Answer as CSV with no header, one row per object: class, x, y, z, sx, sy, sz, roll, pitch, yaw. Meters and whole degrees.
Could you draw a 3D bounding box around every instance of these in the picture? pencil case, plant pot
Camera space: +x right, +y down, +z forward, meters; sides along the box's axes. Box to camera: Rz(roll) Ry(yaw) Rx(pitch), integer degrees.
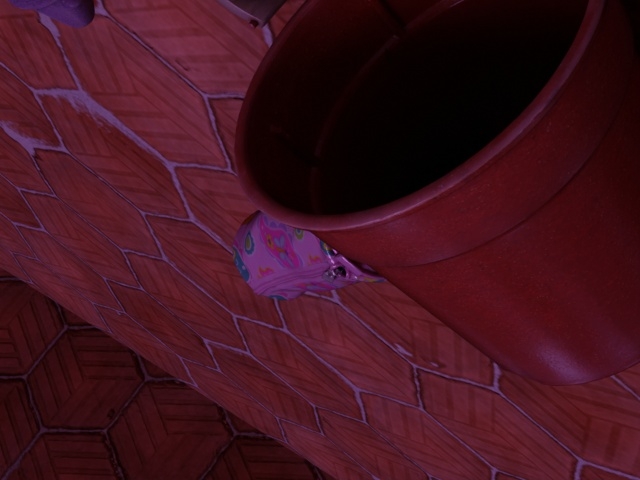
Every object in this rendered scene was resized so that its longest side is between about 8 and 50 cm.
pencil case,0.000,0.000,1.245,0.124,0.124,0.284,43,159,-14
plant pot,0.129,-0.048,0.782,0.272,0.272,0.265,11,155,49

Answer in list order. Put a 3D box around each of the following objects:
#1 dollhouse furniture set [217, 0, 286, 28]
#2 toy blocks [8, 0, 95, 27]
dollhouse furniture set,-0.070,-0.268,0.787,0.183,0.129,0.129,37,159,2
toy blocks,-0.174,-0.285,0.700,0.288,0.309,0.260,21,160,35
